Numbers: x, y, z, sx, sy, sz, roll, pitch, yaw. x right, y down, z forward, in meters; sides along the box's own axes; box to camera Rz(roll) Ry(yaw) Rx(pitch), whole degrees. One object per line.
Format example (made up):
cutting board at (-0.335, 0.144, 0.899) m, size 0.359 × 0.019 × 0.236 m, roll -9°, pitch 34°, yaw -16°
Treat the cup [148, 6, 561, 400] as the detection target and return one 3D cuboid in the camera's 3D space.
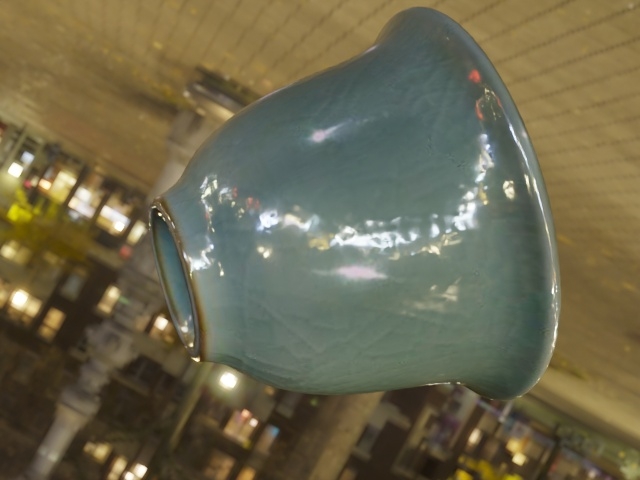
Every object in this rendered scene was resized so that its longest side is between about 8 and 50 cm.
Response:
cup at (0.000, 0.000, 0.602) m, size 0.150 × 0.199 × 0.199 m, roll -15°, pitch -169°, yaw -16°
